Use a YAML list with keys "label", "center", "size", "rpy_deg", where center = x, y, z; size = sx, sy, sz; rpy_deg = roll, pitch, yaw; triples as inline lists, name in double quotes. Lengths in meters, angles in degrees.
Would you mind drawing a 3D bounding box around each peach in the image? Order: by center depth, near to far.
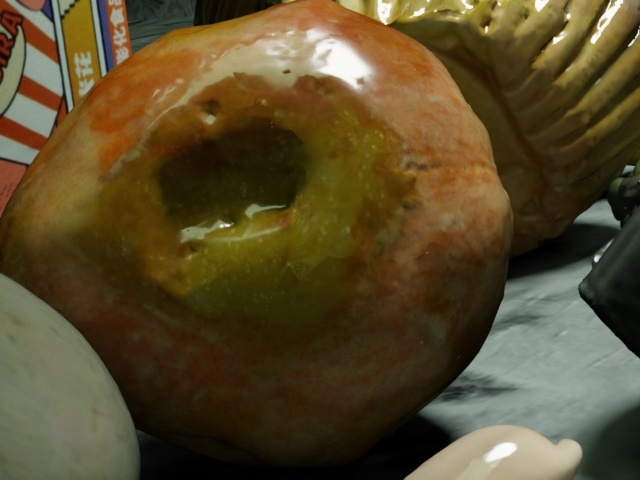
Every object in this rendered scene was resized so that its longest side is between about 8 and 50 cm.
- label: "peach"
  center: [-0.036, 0.007, 0.860]
  size: [0.235, 0.214, 0.214]
  rpy_deg: [-15, 13, -18]

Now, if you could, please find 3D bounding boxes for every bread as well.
- label: "bread"
  center: [0.087, -0.091, 1.196]
  size: [0.274, 0.274, 0.149]
  rpy_deg: [-6, 45, 11]

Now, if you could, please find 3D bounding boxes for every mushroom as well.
- label: "mushroom"
  center: [-0.130, 0.094, 0.730]
  size: [0.117, 0.141, 0.188]
  rpy_deg: [24, 19, -9]

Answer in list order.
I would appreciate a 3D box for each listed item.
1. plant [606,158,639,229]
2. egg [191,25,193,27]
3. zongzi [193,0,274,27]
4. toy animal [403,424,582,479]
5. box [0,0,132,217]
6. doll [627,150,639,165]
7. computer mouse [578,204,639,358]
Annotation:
- label: "plant"
  center: [0.211, -0.018, 1.124]
  size: [0.085, 0.087, 0.174]
  rpy_deg: [27, 6, -5]
- label: "egg"
  center: [-0.022, -0.134, 1.595]
  size: [0.232, 0.176, 0.176]
  rpy_deg: [-12, 11, 12]
- label: "zongzi"
  center: [-0.081, -0.107, 1.358]
  size: [0.288, 0.286, 0.134]
  rpy_deg: [-11, 46, 15]
- label: "toy animal"
  center: [0.042, 0.117, 0.611]
  size: [0.114, 0.082, 0.091]
  rpy_deg: [-36, -5, -40]
- label: "box"
  center: [-0.288, -0.068, 1.001]
  size: [0.257, 0.348, 0.318]
  rpy_deg: [6, 19, 42]
- label: "doll"
  center: [0.298, -0.092, 1.329]
  size: [0.237, 0.111, 0.252]
  rpy_deg: [5, 9, 45]
- label: "computer mouse"
  center: [0.247, 0.044, 0.789]
  size: [0.295, 0.087, 0.168]
  rpy_deg: [14, 15, 31]
